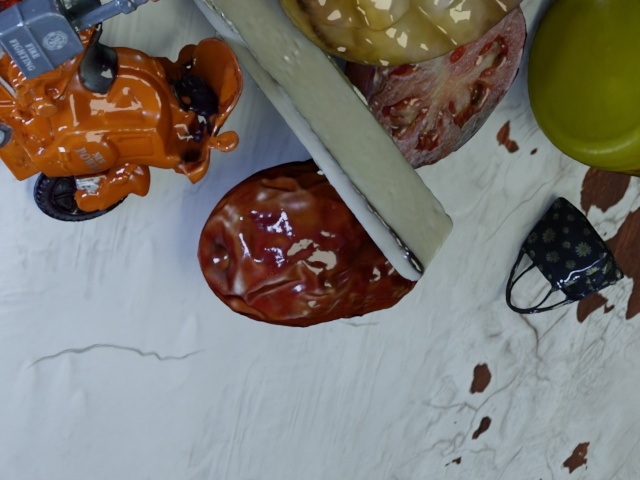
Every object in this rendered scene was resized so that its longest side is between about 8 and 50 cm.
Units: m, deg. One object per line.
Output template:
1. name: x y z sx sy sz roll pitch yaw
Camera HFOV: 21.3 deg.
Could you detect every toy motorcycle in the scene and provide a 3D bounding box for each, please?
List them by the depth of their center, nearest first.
1. toy motorcycle: -0.188 -0.138 1.432 0.221 0.147 0.325 -26 143 2

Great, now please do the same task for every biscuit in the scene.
1. biscuit: 0.074 -0.301 1.514 0.296 0.102 0.296 -13 118 -25

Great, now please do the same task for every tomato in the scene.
1. tomato: 0.105 -0.182 1.720 0.225 0.085 0.225 -28 136 -31

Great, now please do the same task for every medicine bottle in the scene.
1. medicine bottle: 0.428 -0.171 1.931 0.384 0.224 0.224 5 113 -46

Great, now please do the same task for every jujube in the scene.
1. jujube: 0.000 0.000 1.679 0.250 0.174 0.174 -5 120 -38

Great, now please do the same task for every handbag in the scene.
1. handbag: 0.278 0.035 2.034 0.139 0.115 0.072 -41 141 12

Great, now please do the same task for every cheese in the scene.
1. cheese: -0.005 -0.129 1.560 0.400 0.034 0.085 51 52 -24
